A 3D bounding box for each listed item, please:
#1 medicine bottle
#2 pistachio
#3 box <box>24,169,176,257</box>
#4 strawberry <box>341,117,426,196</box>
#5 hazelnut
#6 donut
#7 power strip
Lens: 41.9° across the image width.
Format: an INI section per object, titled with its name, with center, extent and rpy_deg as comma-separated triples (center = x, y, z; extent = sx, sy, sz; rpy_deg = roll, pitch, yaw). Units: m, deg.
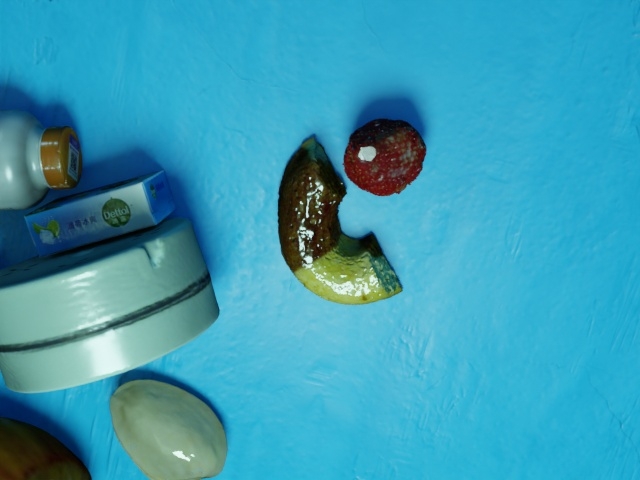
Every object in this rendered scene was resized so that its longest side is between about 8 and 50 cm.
[medicine bottle]
center = -0.526, -0.122, 1.299
extent = 0.288, 0.157, 0.157
rpy_deg = -2, 103, 4
[pistachio]
center = -0.259, 0.326, 1.409
extent = 0.223, 0.126, 0.152
rpy_deg = 32, 69, 0
[box]
center = -0.342, -0.045, 1.315
extent = 0.194, 0.139, 0.073
rpy_deg = -15, 102, 6
[strawberry]
center = 0.097, -0.125, 1.265
extent = 0.131, 0.148, 0.131
rpy_deg = 1, 104, 2
[hazelnut]
center = -0.550, 0.446, 1.357
extent = 0.366, 0.366, 0.366
rpy_deg = 1, 103, 3
[donut]
center = 0.000, 0.000, 1.320
extent = 0.151, 0.112, 0.295
rpy_deg = -28, 99, 7
[power strip]
center = -0.336, 0.091, 1.256
extent = 0.357, 0.357, 0.161
rpy_deg = -15, 101, 7
